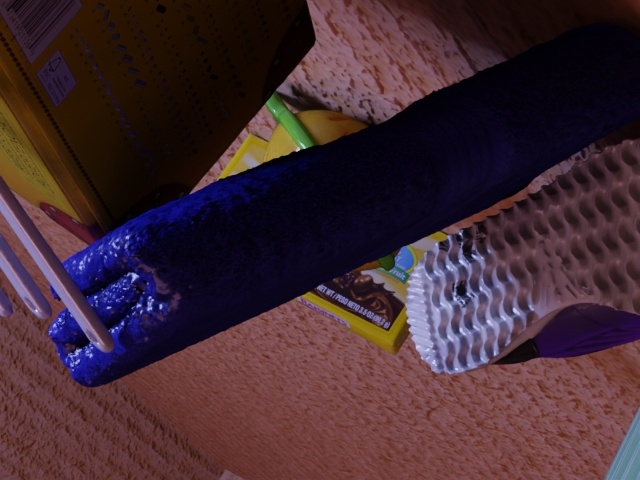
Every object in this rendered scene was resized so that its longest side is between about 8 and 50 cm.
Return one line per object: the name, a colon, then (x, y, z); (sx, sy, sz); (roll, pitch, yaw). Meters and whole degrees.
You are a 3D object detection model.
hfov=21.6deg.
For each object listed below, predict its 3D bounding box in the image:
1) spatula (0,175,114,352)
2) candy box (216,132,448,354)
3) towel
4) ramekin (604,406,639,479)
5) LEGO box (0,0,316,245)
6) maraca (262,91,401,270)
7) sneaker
spatula: (-0.190, -0.051, 0.812); (0.168, 0.019, 0.242); (8, 135, 56)
candy box: (0.000, 0.000, 1.351); (0.206, 0.105, 0.027); (28, 159, 20)
towel: (0.009, -0.025, 0.895); (0.076, 0.308, 0.227); (64, 156, 5)
ramekin: (0.342, 0.200, 1.179); (0.303, 0.148, 0.303); (31, 165, 9)
LEGO box: (-0.228, -0.242, 0.830); (0.372, 0.193, 0.500); (35, 166, 18)
maraca: (0.004, -0.047, 1.224); (0.186, 0.099, 0.127); (54, 176, 47)
sneaker: (0.194, 0.007, 1.004); (0.146, 0.102, 0.293); (-1, 167, -39)
